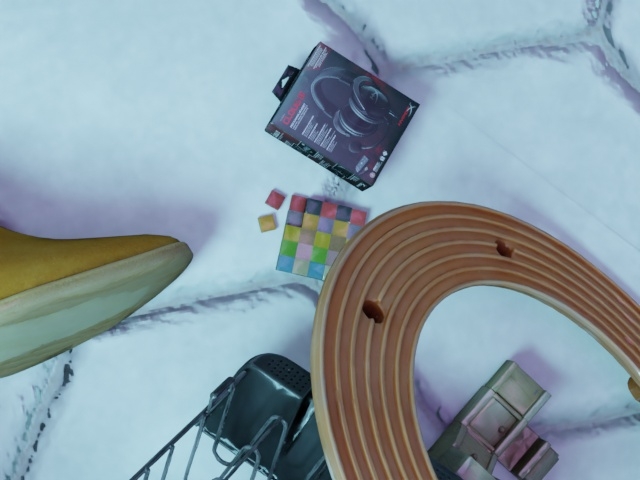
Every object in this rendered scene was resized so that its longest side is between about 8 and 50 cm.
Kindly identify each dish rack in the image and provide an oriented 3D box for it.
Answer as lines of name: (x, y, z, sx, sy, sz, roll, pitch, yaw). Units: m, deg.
dish rack: (-0.018, 0.175, 0.566, 0.208, 0.271, 0.074, 33, 123, 11)

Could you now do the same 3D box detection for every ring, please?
ring: (0.130, 0.123, 0.631, 0.337, 0.032, 0.336, 24, 44, -25)

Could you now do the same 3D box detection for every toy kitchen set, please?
toy kitchen set: (0.121, 0.128, 0.698, 0.068, 0.075, 0.083, 43, 83, -5)

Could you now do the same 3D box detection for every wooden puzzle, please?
wooden puzzle: (0.000, 0.000, 0.723, 0.083, 0.006, 0.049, 13, 83, -9)

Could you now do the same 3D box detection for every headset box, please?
headset box: (0.010, -0.079, 0.719, 0.083, 0.032, 0.062, 32, 80, -8)

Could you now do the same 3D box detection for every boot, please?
boot: (-0.239, -0.020, 0.639, 0.295, 0.104, 0.211, -20, 70, -28)
